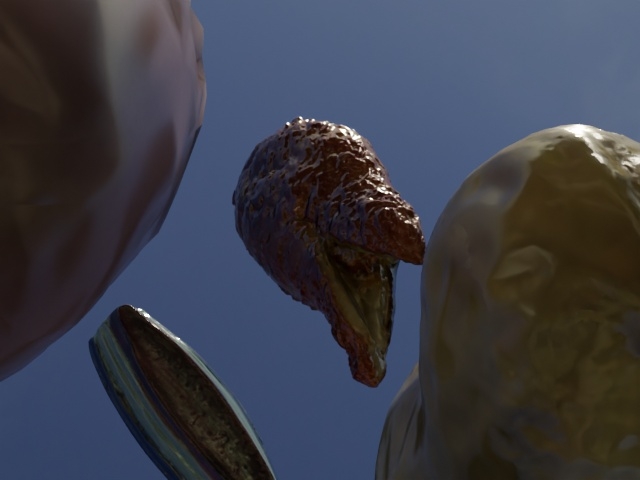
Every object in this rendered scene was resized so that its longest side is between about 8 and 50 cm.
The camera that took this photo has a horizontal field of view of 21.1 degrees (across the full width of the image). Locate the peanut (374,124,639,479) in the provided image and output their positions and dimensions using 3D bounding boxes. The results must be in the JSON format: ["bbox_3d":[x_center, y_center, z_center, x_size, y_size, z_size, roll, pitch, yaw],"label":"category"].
[{"bbox_3d":[0.087,0.084,0.687,0.148,0.319,0.147,-1,-135,1],"label":"peanut"}]

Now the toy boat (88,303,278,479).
[{"bbox_3d":[-0.083,0.136,1.210,0.080,0.046,0.229,-27,-117,-26],"label":"toy boat"}]

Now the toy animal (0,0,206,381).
[{"bbox_3d":[-0.123,0.002,0.332,0.195,0.169,0.281,69,-153,-19],"label":"toy animal"}]

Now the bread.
[{"bbox_3d":[0.001,-0.009,1.258,0.095,0.139,0.269,7,-159,-18],"label":"bread"}]
